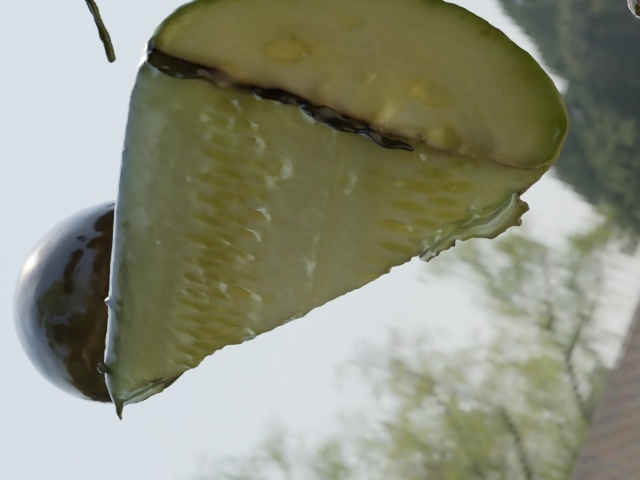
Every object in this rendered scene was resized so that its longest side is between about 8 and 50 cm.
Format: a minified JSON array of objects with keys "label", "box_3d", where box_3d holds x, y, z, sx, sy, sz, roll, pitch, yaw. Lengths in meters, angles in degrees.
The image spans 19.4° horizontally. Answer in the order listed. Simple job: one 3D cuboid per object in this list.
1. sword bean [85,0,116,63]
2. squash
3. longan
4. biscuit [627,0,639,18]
[{"label":"sword bean","box_3d":[-0.202,-0.200,1.688,0.083,0.012,0.012,67,-153,-9]},{"label":"squash","box_3d":[0.000,0.000,0.820,0.252,0.169,0.093,103,-175,-51]},{"label":"longan","box_3d":[-0.160,0.045,1.516,0.187,0.167,0.167,-28,-42,-50]},{"label":"biscuit","box_3d":[0.197,-0.201,0.915,0.301,0.049,0.197,34,-101,-57]}]
